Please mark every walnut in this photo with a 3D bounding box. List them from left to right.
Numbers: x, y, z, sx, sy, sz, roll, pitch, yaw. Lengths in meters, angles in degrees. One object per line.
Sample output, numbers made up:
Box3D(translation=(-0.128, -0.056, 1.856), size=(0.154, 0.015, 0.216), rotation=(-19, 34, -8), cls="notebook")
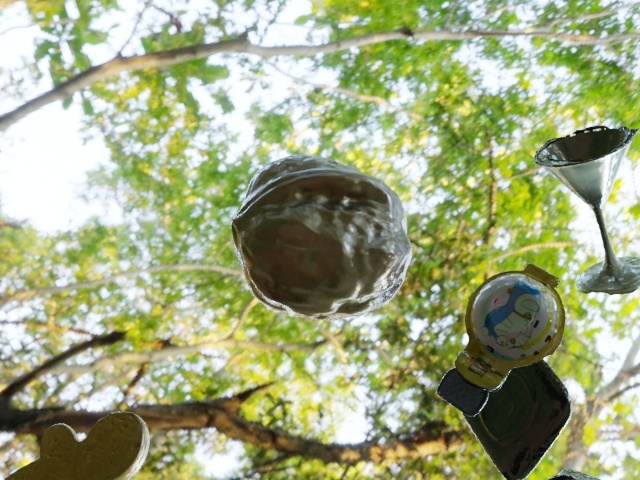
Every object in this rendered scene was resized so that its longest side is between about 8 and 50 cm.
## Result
Box3D(translation=(0.000, -0.003, 1.310), size=(0.273, 0.273, 0.227), rotation=(46, -24, 8), cls="walnut")

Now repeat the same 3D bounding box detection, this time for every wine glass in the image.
Box3D(translation=(0.420, -0.041, 1.353), size=(0.156, 0.156, 0.232), rotation=(-6, -66, 37), cls="wine glass")

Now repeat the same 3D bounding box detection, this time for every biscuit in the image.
Box3D(translation=(-0.298, 0.288, 1.041), size=(0.158, 0.240, 0.035), rotation=(55, -2, 38), cls="biscuit")

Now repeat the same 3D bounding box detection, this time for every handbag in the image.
Box3D(translation=(0.418, 0.454, 1.459), size=(0.115, 0.072, 0.139), rotation=(173, -96, -69), cls="handbag")

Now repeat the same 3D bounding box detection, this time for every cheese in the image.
Box3D(translation=(0.271, 0.147, 1.347), size=(0.156, 0.064, 0.250), rotation=(31, -96, 30), cls="cheese")

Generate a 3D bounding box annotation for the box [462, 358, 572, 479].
Box3D(translation=(0.353, 0.305, 1.632), size=(0.213, 0.042, 0.201), rotation=(-58, -137, 23), cls="box")
